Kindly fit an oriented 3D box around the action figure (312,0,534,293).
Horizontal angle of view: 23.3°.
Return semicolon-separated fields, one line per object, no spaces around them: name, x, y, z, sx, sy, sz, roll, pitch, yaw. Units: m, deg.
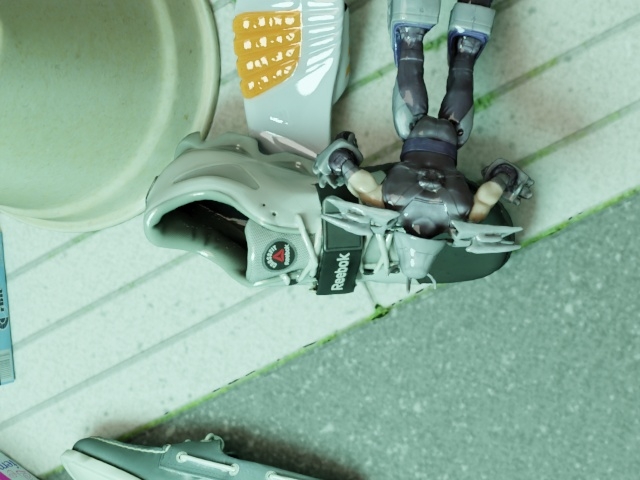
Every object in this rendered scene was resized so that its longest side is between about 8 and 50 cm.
action figure;0.094;-0.092;1.301;0.185;0.099;0.285;11;75;-13

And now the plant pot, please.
plant pot;-0.306;-0.161;1.411;0.333;0.305;0.334;2;95;22

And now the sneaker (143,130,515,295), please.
sneaker;0.000;0.000;1.365;0.330;0.146;0.122;9;122;15

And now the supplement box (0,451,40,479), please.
supplement box;-0.370;0.272;1.575;0.220;0.111;0.114;33;105;16

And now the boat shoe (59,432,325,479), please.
boat shoe;-0.103;0.243;1.492;0.319;0.116;0.099;16;57;27

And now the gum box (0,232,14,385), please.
gum box;-0.411;0.075;1.614;0.184;0.041;0.157;-4;92;21

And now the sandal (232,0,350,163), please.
sandal;-0.023;-0.145;1.427;0.102;0.076;0.265;11;120;14
